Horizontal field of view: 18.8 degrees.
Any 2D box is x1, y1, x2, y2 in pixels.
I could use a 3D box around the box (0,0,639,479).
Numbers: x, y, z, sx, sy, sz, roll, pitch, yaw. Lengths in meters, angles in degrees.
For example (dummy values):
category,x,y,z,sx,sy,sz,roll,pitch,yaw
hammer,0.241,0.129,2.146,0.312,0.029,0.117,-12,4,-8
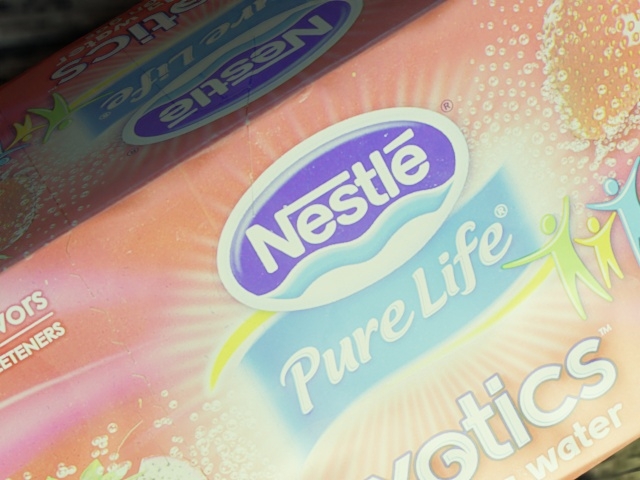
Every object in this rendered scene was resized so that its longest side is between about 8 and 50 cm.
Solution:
category,x,y,z,sx,sy,sz,roll,pitch,yaw
box,0.000,0.000,0.571,0.300,0.142,0.154,-31,114,-6
